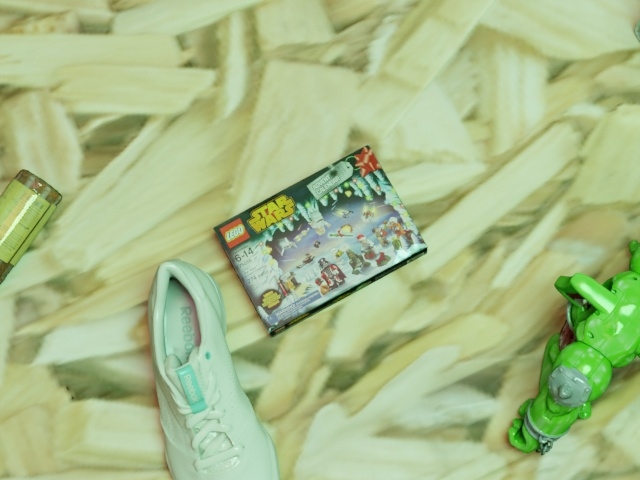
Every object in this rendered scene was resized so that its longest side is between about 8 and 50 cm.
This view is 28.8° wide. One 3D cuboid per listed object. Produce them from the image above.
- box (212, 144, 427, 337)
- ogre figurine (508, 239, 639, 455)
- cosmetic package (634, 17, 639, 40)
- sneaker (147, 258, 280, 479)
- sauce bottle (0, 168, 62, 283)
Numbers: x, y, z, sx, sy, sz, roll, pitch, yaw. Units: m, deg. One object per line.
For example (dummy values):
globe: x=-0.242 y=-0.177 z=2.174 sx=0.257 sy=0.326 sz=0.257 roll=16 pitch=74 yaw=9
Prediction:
box: x=0.000 y=0.000 z=0.949 sx=0.137 sy=0.027 sz=0.094 roll=-29 pitch=77 yaw=-3
ogre figurine: x=0.202 y=0.063 z=0.877 sx=0.197 sy=0.118 sz=0.097 roll=-33 pitch=78 yaw=-3
cosmetic package: x=0.405 y=-0.182 z=0.912 sx=0.296 sy=0.129 sz=0.153 roll=-29 pitch=79 yaw=-3
sneaker: x=-0.087 y=0.115 z=0.895 sx=0.080 sy=0.094 sz=0.212 roll=-18 pitch=78 yaw=-2
sauce bottle: x=-0.250 y=0.006 z=0.955 sx=0.042 sy=0.042 sz=0.128 roll=34 pitch=80 yaw=10
